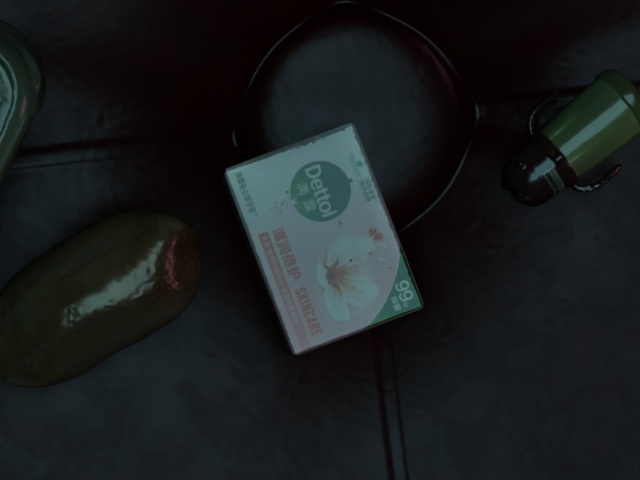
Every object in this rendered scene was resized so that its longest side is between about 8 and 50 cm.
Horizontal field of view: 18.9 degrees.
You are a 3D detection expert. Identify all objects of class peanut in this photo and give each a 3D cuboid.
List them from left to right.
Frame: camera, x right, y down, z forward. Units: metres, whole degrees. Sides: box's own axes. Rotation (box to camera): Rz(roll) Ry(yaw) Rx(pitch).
[{"bbox_3d":[-0.138,0.035,1.157,0.152,0.076,0.076,-32,90,-1],"label":"peanut"}]

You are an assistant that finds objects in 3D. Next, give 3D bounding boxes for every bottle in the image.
[{"bbox_3d":[0.156,-0.061,1.206,0.101,0.047,0.063,-39,63,-2],"label":"bottle"}]

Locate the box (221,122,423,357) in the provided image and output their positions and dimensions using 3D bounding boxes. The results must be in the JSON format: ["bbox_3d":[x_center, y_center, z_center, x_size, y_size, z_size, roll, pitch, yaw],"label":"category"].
[{"bbox_3d":[0.000,0.000,1.186,0.089,0.043,0.125,-22,89,-6],"label":"box"}]

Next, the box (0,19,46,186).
[{"bbox_3d":[-0.262,-0.004,1.094,0.138,0.178,0.274,26,85,-4],"label":"box"}]
